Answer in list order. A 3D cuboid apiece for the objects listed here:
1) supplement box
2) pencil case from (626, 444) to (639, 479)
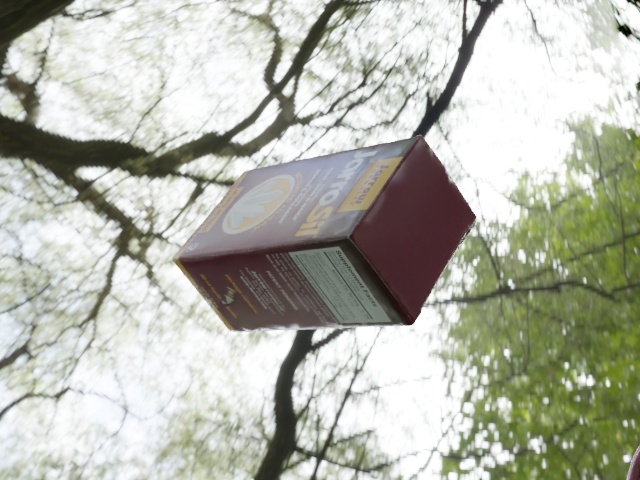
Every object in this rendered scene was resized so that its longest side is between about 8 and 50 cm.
[{"bbox_3d":[0.000,0.000,0.827,0.188,0.104,0.081,-7,-52,47],"label":"supplement box"},{"bbox_3d":[0.370,0.185,0.784,0.386,0.167,0.160,9,-35,-36],"label":"pencil case"}]
